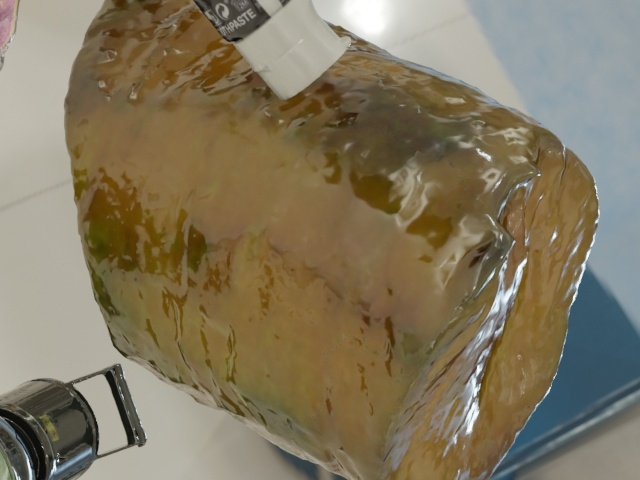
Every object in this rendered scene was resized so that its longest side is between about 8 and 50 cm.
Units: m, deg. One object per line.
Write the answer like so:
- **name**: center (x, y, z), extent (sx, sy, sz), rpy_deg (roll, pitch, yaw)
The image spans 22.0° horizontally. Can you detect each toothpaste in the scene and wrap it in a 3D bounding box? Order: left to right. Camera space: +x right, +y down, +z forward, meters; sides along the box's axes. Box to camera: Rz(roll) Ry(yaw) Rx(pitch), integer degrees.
- **toothpaste**: center (-0.062, -0.149, 0.748), extent (0.193, 0.071, 0.045), rpy_deg (48, 64, -14)

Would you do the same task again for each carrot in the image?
- **carrot**: center (0.000, 0.000, 0.957), extent (0.340, 0.241, 0.241), rpy_deg (28, 38, 36)

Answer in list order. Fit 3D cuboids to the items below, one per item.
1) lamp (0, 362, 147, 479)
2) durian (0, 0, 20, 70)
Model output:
- **lamp**: center (-0.271, 0.182, 1.382), extent (0.147, 0.172, 0.227), rpy_deg (70, 19, -1)
- **durian**: center (-0.446, -0.147, 1.808), extent (0.112, 0.191, 0.341), rpy_deg (35, 55, -15)
